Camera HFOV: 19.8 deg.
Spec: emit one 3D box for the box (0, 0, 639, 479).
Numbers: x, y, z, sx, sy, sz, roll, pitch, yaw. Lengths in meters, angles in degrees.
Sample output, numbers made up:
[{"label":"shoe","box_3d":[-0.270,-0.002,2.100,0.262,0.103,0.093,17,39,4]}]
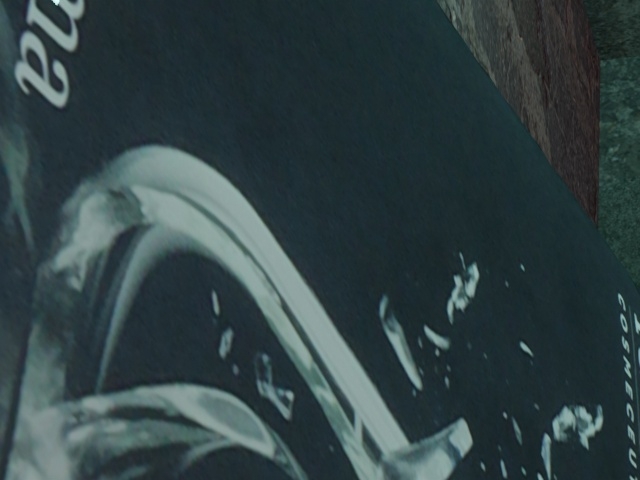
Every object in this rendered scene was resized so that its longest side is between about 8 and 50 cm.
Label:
[{"label":"box","box_3d":[-0.113,0.124,0.482,0.472,0.297,0.480,49,35,-44]}]
